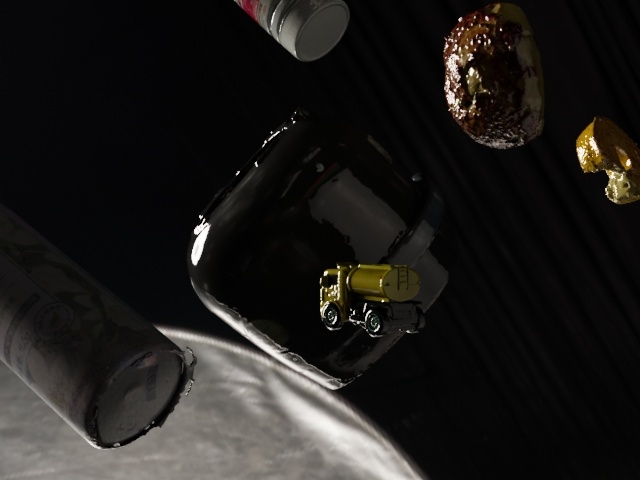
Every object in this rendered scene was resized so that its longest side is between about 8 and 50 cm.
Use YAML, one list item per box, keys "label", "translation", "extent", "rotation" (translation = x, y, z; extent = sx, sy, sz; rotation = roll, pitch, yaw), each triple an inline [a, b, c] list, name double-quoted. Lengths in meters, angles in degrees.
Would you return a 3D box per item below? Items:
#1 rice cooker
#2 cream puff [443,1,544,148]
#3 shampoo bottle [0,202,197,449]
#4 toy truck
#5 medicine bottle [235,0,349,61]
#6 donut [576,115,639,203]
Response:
- label: "rice cooker"
  translation: [0.000, 0.000, 0.941]
  extent: [0.267, 0.224, 0.267]
  rotation: [-46, 9, 9]
- label: "cream puff"
  translation: [0.160, -0.155, 0.855]
  extent: [0.085, 0.149, 0.149]
  rotation: [-13, 16, 3]
- label: "shampoo bottle"
  translation: [-0.166, 0.029, 0.498]
  extent: [0.214, 0.072, 0.072]
  rotation: [33, 59, 29]
- label: "toy truck"
  translation: [0.038, 0.045, 0.716]
  extent: [0.049, 0.054, 0.083]
  rotation: [0, 1, -39]
- label: "medicine bottle"
  translation: [-0.026, -0.190, 0.714]
  extent: [0.058, 0.091, 0.058]
  rotation: [-35, -25, -19]
- label: "donut"
  translation: [0.335, -0.090, 1.038]
  extent: [0.043, 0.108, 0.097]
  rotation: [-32, 17, 37]
